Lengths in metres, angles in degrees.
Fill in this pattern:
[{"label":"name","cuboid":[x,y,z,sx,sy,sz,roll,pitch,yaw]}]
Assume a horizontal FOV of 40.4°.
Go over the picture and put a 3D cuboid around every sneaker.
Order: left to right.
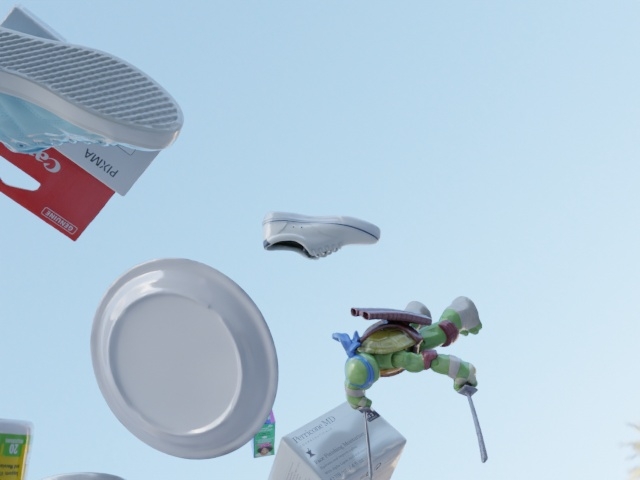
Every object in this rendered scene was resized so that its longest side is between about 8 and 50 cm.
[{"label":"sneaker","cuboid":[-0.363,-0.180,1.181,0.366,0.135,0.150,21,-45,3]},{"label":"sneaker","cuboid":[0.000,0.000,1.870,0.258,0.091,0.094,4,-23,3]}]

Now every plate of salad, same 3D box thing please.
[{"label":"plate of salad","cuboid":[-0.129,0.112,0.831,0.200,0.200,0.048,-57,-11,20]}]

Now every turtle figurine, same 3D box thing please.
[{"label":"turtle figurine","cuboid":[0.143,0.207,1.314,0.266,0.275,0.198,-35,-13,-50]}]

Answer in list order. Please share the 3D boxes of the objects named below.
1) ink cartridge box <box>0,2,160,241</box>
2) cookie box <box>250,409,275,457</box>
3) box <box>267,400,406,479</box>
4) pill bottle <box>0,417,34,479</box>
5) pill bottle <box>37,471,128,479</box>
[{"label":"ink cartridge box","cuboid":[-0.417,-0.164,1.331,0.296,0.066,0.261,38,-82,-23]},{"label":"cookie box","cuboid":[-0.104,0.302,1.476,0.040,0.092,0.107,-9,-42,-11]},{"label":"box","cuboid":[0.018,0.375,1.390,0.181,0.119,0.182,-21,-41,-42]},{"label":"pill bottle","cuboid":[-0.432,0.335,1.046,0.136,0.136,0.245,16,-107,-39]},{"label":"pill bottle","cuboid":[-0.215,0.326,0.760,0.121,0.221,0.121,-6,-33,-4]}]
